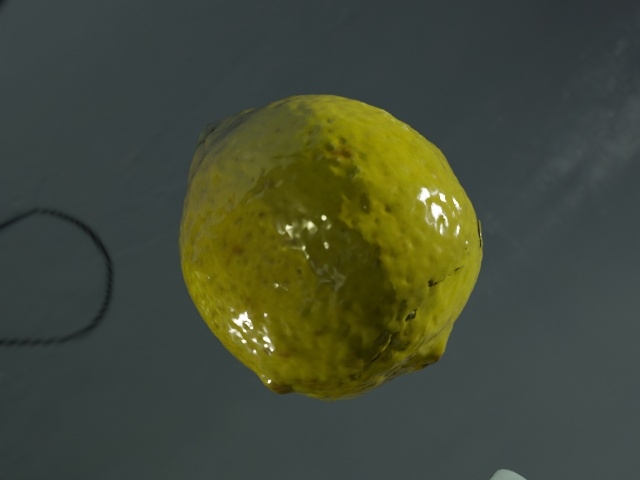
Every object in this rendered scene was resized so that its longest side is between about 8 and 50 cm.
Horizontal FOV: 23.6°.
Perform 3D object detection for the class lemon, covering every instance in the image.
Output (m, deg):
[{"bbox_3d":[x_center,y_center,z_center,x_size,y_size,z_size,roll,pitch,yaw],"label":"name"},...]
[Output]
[{"bbox_3d":[0.000,0.000,1.766,0.350,0.387,0.350,-42,174,-5],"label":"lemon"}]

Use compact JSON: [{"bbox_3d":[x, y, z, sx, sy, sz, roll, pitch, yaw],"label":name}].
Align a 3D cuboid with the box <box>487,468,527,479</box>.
[{"bbox_3d":[0.271,0.554,2.055,0.344,0.352,0.177,-56,169,16],"label":"box"}]
